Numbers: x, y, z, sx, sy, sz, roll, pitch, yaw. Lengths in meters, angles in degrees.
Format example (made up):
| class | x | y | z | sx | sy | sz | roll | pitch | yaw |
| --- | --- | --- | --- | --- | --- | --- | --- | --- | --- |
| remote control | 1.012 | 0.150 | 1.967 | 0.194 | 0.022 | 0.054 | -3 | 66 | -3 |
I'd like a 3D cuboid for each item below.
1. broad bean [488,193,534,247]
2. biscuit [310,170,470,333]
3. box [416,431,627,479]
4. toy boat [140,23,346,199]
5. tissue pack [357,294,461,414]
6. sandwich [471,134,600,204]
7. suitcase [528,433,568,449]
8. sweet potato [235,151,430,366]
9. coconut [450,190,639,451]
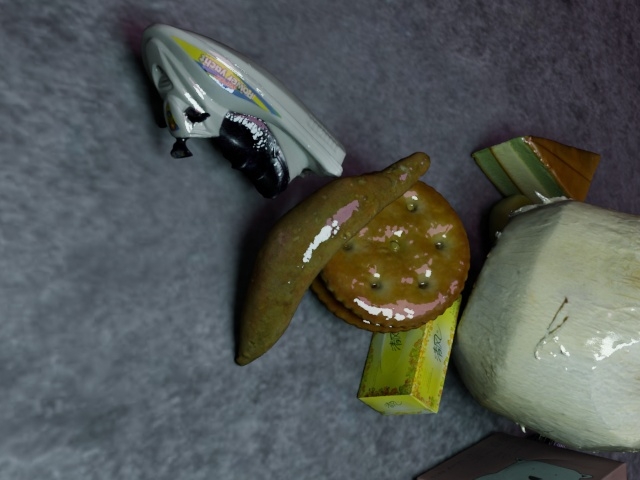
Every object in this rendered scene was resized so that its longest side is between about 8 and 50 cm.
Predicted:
| class | x | y | z | sx | sy | sz | roll | pitch | yaw |
| --- | --- | --- | --- | --- | --- | --- | --- | --- | --- |
| broad bean | 0.329 | 0.015 | 1.479 | 0.124 | 0.082 | 0.174 | -38 | 98 | -42 |
| biscuit | 0.085 | 0.014 | 1.174 | 0.220 | 0.066 | 0.220 | 6 | 67 | -14 |
| box | 0.275 | 0.353 | 1.248 | 0.215 | 0.215 | 0.086 | -11 | 102 | -47 |
| toy boat | -0.101 | -0.136 | 1.045 | 0.269 | 0.141 | 0.141 | 25 | 64 | -37 |
| tissue pack | 0.120 | 0.141 | 1.220 | 0.062 | 0.095 | 0.176 | 38 | 56 | -34 |
| sandwich | 0.360 | -0.141 | 1.514 | 0.187 | 0.117 | 0.144 | 44 | 50 | -27 |
| suitcase | 0.349 | 0.366 | 1.423 | 0.126 | 0.059 | 0.086 | -49 | 116 | -40 |
| sweet potato | 0.001 | -0.006 | 1.069 | 0.346 | 0.079 | 0.108 | -46 | 150 | -12 |
| coconut | 0.382 | 0.128 | 1.264 | 0.346 | 0.360 | 0.346 | -60 | 164 | -29 |
